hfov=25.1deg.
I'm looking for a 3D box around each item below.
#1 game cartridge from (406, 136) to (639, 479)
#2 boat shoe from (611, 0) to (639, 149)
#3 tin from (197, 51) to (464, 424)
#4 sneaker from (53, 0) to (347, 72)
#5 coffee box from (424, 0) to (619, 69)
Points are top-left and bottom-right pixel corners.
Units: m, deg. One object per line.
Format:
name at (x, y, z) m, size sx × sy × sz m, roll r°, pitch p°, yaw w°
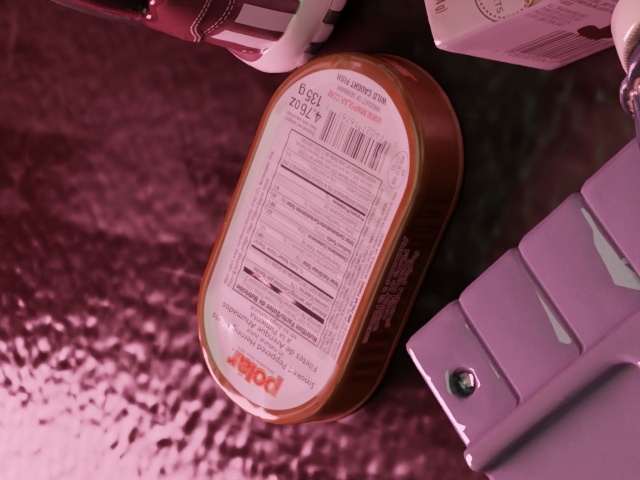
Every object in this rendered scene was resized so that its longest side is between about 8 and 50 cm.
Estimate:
game cartridge at (0.200, 0.115, 0.523) m, size 0.230 × 0.068 × 0.355 m, roll -47°, pitch 63°, yaw 33°
boat shoe at (0.220, -0.074, 0.446) m, size 0.254 × 0.095 × 0.079 m, roll -13°, pitch 62°, yaw 13°
tin at (0.000, 0.000, 0.694) m, size 0.106 × 0.040 × 0.190 m, roll 34°, pitch 110°, yaw 38°
sneaker at (-0.122, -0.187, 0.707) m, size 0.281 × 0.162 × 0.106 m, roll 39°, pitch 113°, yaw 31°
coffee box at (0.151, -0.172, 0.532) m, size 0.246 × 0.098 × 0.141 m, roll -20°, pitch 77°, yaw 36°
